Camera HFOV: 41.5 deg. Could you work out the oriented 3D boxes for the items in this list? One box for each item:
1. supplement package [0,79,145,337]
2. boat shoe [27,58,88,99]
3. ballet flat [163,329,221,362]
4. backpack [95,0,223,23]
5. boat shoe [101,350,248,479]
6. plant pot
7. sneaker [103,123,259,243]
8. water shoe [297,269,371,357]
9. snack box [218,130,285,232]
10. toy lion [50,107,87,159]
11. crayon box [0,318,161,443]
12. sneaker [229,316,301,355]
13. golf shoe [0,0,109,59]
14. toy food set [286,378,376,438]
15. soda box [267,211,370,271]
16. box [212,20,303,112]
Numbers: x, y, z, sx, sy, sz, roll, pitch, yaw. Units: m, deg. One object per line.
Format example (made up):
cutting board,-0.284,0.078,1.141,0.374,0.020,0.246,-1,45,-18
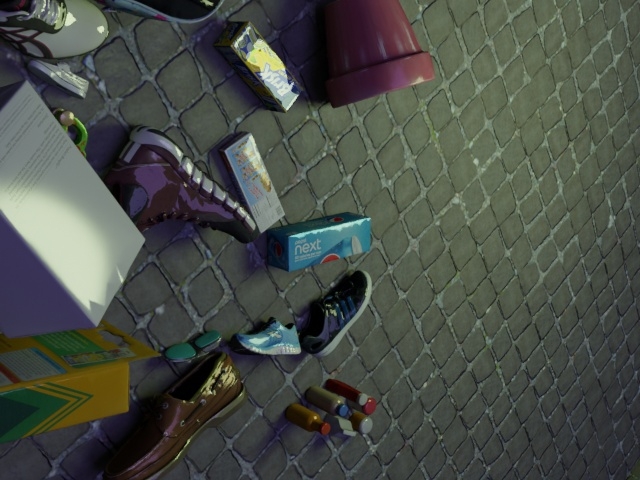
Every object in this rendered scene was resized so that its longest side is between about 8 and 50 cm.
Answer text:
supplement package,-0.407,-0.032,1.134,0.293,0.175,0.177,60,33,-34
boat shoe,-0.380,-0.243,1.233,0.100,0.035,0.035,29,73,-45
ballet flat,-0.225,0.197,1.495,0.114,0.041,0.041,-22,116,-35
backpack,-0.232,-0.402,1.092,0.253,0.191,0.225,14,96,-36
boat shoe,-0.262,0.305,1.454,0.307,0.110,0.104,-40,122,-39
plant pot,0.092,-0.353,1.533,0.201,0.201,0.180,-22,100,-36
sneaker,-0.240,-0.046,1.381,0.281,0.106,0.162,43,77,-29
water shoe,0.030,0.136,1.682,0.080,0.073,0.203,43,72,-38
snack box,-0.121,-0.102,1.513,0.064,0.022,0.178,-39,125,-27
toy lion,-0.384,-0.133,1.265,0.100,0.034,0.096,-58,139,-14
crayon box,-0.418,0.198,1.205,0.323,0.203,0.083,-8,107,-40
sneaker,-0.106,0.180,1.593,0.162,0.063,0.073,7,79,-47
golf shoe,-0.398,-0.308,1.142,0.273,0.120,0.105,6,96,-44
toy food set,0.052,0.357,1.740,0.232,0.104,0.111,25,85,-43
soda box,0.000,0.000,1.620,0.210,0.067,0.071,-13,110,-38
box,-0.104,-0.296,1.452,0.059,0.054,0.169,-56,132,-15
